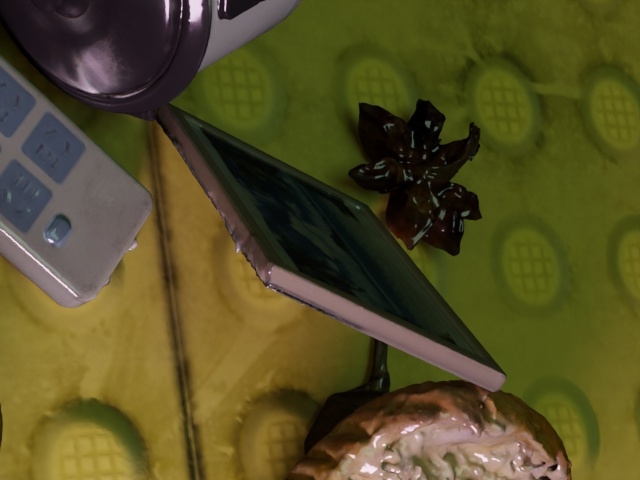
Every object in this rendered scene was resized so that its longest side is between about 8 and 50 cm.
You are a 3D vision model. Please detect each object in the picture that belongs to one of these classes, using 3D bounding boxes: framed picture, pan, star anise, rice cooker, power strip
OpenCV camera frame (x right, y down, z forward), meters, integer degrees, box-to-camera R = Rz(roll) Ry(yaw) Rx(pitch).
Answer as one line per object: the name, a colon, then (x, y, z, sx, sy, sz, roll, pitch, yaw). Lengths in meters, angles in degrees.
framed picture: (0.000, 0.000, 1.577, 0.232, 0.315, 0.024, 26, 105, -30)
pan: (0.044, 0.153, 1.685, 0.128, 0.048, 0.202, -3, 79, -42)
star anise: (0.087, -0.059, 1.785, 0.168, 0.057, 0.168, 11, 70, -31)
rice cooker: (-0.141, -0.234, 1.537, 0.227, 0.241, 0.281, -35, 135, -44)
power strip: (-0.246, -0.062, 1.525, 0.270, 0.046, 0.118, 44, 53, -21)

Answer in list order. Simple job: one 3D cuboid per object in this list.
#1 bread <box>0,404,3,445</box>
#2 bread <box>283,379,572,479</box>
bread: (-0.312, 0.257, 1.325, 0.166, 0.112, 0.384, 20, 63, -40)
bread: (0.076, 0.231, 1.573, 0.274, 0.149, 0.274, -13, 114, -31)
